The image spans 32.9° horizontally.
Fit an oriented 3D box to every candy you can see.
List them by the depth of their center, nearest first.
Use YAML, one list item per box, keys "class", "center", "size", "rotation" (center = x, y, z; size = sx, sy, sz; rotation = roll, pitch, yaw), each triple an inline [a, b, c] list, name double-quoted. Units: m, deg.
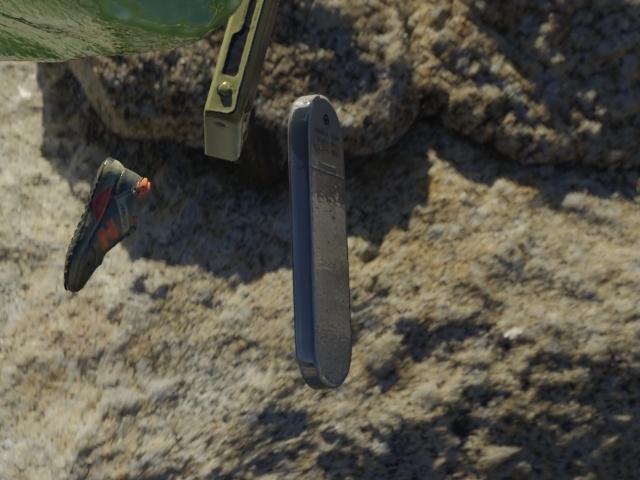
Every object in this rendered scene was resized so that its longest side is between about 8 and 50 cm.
- class: "candy"
  center: [-0.177, -0.191, 0.712]
  size: [0.132, 0.343, 0.142]
  rotation: [-5, 97, -41]

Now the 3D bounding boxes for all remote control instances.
- class: "remote control"
  center: [0.000, 0.000, 0.897]
  size: [0.022, 0.077, 0.245]
  rotation: [-6, 82, 23]

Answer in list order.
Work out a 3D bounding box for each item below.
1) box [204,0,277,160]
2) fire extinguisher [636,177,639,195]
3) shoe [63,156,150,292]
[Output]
- class: "box"
  center: [-0.069, -0.229, 1.136]
  size: [0.045, 0.211, 0.270]
  rotation: [14, 79, -3]
- class: "fire extinguisher"
  center: [0.332, -0.129, 0.624]
  size: [0.102, 0.138, 0.344]
  rotation: [41, 96, 5]
- class: "shoe"
  center: [-0.296, -0.014, 1.496]
  size: [0.077, 0.074, 0.194]
  rotation: [20, 92, -16]
